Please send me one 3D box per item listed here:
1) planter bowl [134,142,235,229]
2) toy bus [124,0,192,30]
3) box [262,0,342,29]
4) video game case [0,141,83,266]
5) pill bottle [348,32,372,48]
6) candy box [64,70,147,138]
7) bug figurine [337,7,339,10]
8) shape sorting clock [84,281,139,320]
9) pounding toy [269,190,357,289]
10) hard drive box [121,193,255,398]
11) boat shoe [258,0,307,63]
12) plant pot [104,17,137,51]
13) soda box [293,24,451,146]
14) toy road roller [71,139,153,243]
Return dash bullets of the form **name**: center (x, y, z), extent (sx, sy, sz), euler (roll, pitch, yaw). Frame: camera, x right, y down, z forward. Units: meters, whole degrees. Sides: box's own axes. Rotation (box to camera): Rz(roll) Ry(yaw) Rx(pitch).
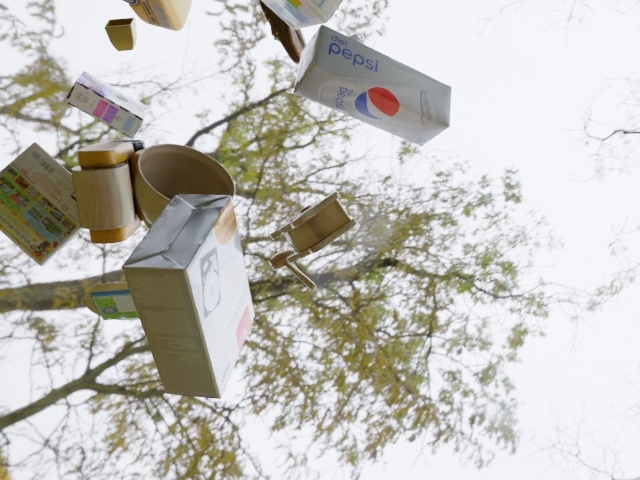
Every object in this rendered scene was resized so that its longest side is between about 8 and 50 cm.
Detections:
- **planter bowl**: center (-0.239, -0.071, 0.929), extent (0.162, 0.162, 0.109), euler (47, -53, 17)
- **toy bus**: center (-0.392, -0.607, 1.221), extent (0.130, 0.332, 0.108), euler (17, -99, 3)
- **box**: center (-0.057, -0.344, 0.607), extent (0.103, 0.203, 0.114), euler (-55, -154, 1)
- **video game case**: center (-0.674, -0.088, 1.320), extent (0.227, 0.206, 0.026), euler (44, -14, -6)
- **pill bottle**: center (0.093, -0.362, 1.203), extent (0.087, 0.087, 0.160), euler (-20, -83, 37)
- **candy box**: center (-0.598, -0.384, 1.554), extent (0.070, 0.196, 0.165), euler (-54, -154, 14)
- **bug figurine**: center (-0.022, -0.588, 1.101), extent (0.279, 0.072, 0.216), euler (14, -76, -13)
- **shape sorting clock**: center (-0.554, 0.172, 1.553), extent (0.206, 0.206, 0.040), euler (-43, -141, 35)
- **pounding toy**: center (0.000, 0.000, 1.178), extent (0.155, 0.154, 0.269), euler (55, -29, -5)
- **hard drive box**: center (-0.175, 0.077, 0.787), extent (0.089, 0.181, 0.232), euler (2, -54, 11)
- **boat shoe**: center (-0.098, -0.564, 1.460), extent (0.073, 0.073, 0.207), euler (-15, -75, 31)
- **plant pot**: center (-0.611, -0.635, 1.708), extent (0.081, 0.081, 0.083), euler (-6, -52, -4)
- **soda box**: center (0.101, -0.278, 1.016), extent (0.091, 0.286, 0.098), euler (-33, -136, 59)
- **toy road roller**: center (-0.405, -0.131, 1.296), extent (0.241, 0.329, 0.202), euler (-2, -73, 1)
